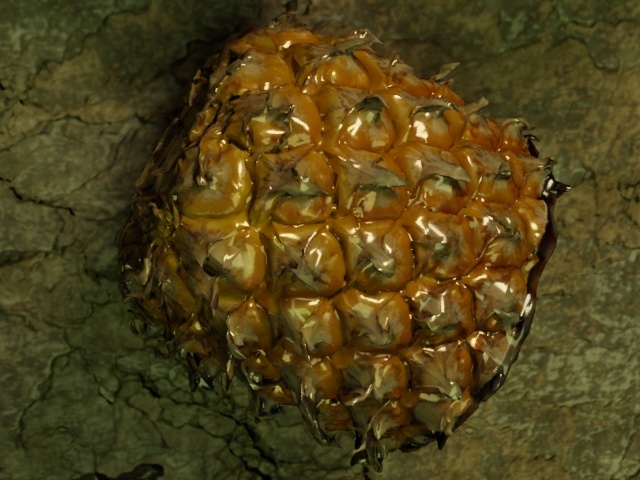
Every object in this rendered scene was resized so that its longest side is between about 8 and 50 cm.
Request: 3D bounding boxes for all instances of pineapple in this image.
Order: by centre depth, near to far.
[{"bbox_3d":[-0.001,-0.002,1.395,0.300,0.352,0.352,23,112,-14],"label":"pineapple"}]
